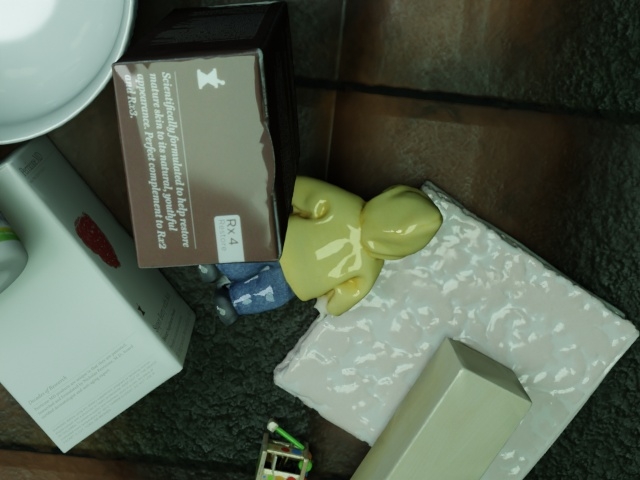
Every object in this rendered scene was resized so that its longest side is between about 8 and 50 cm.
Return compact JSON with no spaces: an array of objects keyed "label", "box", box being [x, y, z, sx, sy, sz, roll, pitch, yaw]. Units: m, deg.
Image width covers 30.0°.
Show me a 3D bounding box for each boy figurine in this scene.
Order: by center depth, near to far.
[{"label":"boy figurine","box":[0.000,0.000,1.357,0.285,0.092,0.177,-21,100,18]}]

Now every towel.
[{"label":"towel","box":[0.162,0.137,1.451,0.331,0.053,0.317,34,103,-10]}]

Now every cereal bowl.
[{"label":"cereal bowl","box":[-0.355,-0.280,1.276,0.338,0.141,0.339,0,107,0]}]

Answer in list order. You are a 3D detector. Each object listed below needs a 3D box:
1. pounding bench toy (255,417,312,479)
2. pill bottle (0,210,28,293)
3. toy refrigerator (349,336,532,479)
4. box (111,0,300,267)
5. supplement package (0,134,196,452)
[{"label":"pounding bench toy","box":[-0.041,0.266,1.488,0.065,0.052,0.083,12,106,-4]},{"label":"pill bottle","box":[-0.410,-0.045,1.178,0.136,0.136,0.246,-37,81,10]},{"label":"toy refrigerator","box":[0.125,0.257,1.413,0.102,0.094,0.270,27,105,-16]},{"label":"box","box":[-0.100,-0.121,1.199,0.143,0.381,0.191,-4,107,1]},{"label":"supplement package","box":[-0.303,0.053,1.358,0.175,0.177,0.293,-36,104,10]}]
